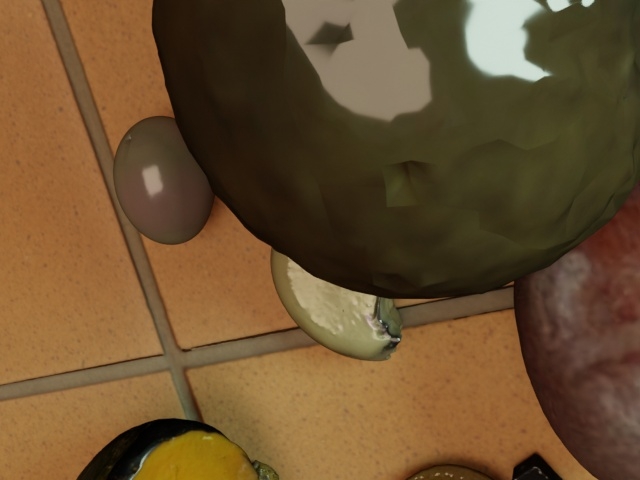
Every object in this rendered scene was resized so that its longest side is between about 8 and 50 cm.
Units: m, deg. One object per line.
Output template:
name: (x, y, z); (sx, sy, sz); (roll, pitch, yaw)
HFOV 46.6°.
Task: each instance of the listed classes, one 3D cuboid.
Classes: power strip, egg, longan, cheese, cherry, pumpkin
power strip: (0.246, 0.271, 0.765); (0.111, 0.029, 0.038); (47, 113, -1)
egg: (-0.161, -0.062, 0.773); (0.103, 0.103, 0.135); (-1, 107, 19)
longan: (0.076, -0.151, 0.522); (0.390, 0.391, 0.391); (5, 106, 18)
cheese: (-0.014, 0.013, 0.760); (0.248, 0.071, 0.164); (25, 110, 10)
cherry: (0.285, 0.070, 0.598); (0.261, 0.221, 0.307); (-43, 73, 26)
pumpkin: (-0.161, 0.343, 0.852); (0.232, 0.242, 0.325); (-8, 109, 51)

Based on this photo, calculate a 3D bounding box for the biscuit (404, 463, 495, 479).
biscuit: (0.153, 0.322, 0.780); (0.170, 0.050, 0.170); (-5, 75, 18)
